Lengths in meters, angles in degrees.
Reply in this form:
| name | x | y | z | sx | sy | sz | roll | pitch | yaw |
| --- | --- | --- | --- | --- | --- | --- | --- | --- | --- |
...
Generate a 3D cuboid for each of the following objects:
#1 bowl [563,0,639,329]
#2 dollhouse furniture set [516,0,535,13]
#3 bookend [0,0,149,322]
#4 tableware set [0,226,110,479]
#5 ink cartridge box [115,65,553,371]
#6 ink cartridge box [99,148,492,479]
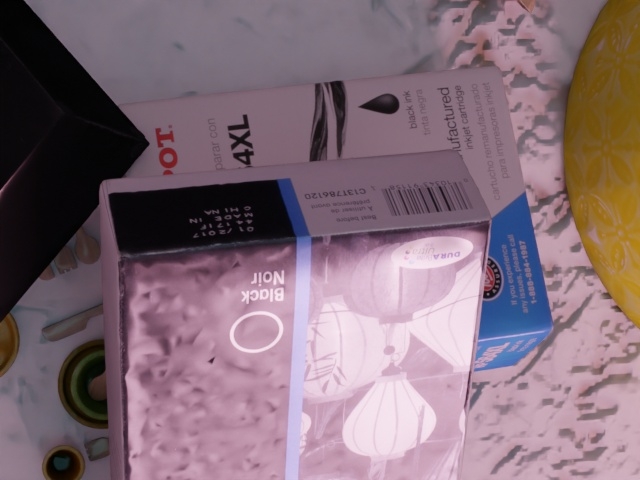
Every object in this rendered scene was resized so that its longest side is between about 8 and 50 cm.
| name | x | y | z | sx | sy | sz | roll | pitch | yaw |
| --- | --- | --- | --- | --- | --- | --- | --- | --- | --- |
| bowl | 0.293 | -0.053 | 0.940 | 0.289 | 0.156 | 0.289 | 0 | 91 | -12 |
| dollhouse furniture set | 0.061 | -0.149 | 0.934 | 0.081 | 0.091 | 0.114 | -41 | 102 | 7 |
| bookend | -0.194 | -0.046 | 0.862 | 0.157 | 0.072 | 0.156 | -49 | 63 | 12 |
| tableware set | -0.151 | 0.054 | 0.917 | 0.104 | 0.024 | 0.154 | -22 | 96 | -10 |
| ink cartridge box | 0.000 | 0.000 | 0.899 | 0.203 | 0.086 | 0.148 | -8 | 76 | -12 |
| ink cartridge box | -0.017 | 0.114 | 0.838 | 0.165 | 0.065 | 0.333 | -7 | 128 | -12 |
